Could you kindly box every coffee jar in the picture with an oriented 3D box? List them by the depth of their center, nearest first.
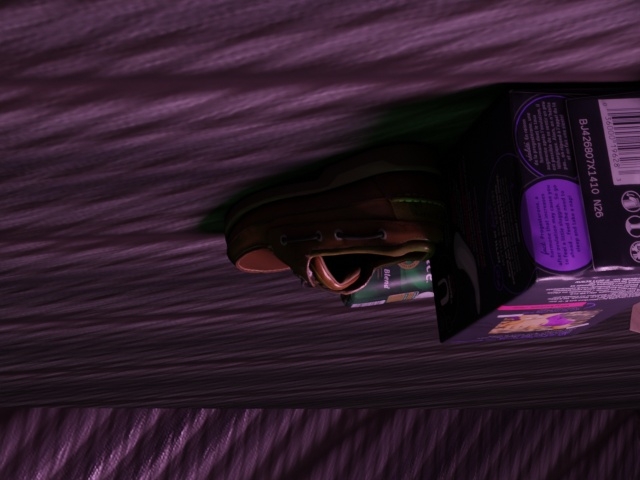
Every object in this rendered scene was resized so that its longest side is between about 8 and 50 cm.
[{"bbox_3d":[0.112,0.019,1.360,0.184,0.096,0.079,-3,169,-9],"label":"coffee jar"}]

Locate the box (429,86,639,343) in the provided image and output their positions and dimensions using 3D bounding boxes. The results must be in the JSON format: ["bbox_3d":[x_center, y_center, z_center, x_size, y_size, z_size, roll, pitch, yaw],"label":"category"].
[{"bbox_3d":[0.198,-0.013,1.115,0.143,0.165,0.270,-3,166,-12],"label":"box"}]

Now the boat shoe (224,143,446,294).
[{"bbox_3d":[0.000,0.000,1.224,0.110,0.104,0.307,4,163,-33],"label":"boat shoe"}]

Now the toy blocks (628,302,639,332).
[{"bbox_3d":[0.564,0.092,1.564,0.381,0.191,0.261,12,-178,29],"label":"toy blocks"}]
